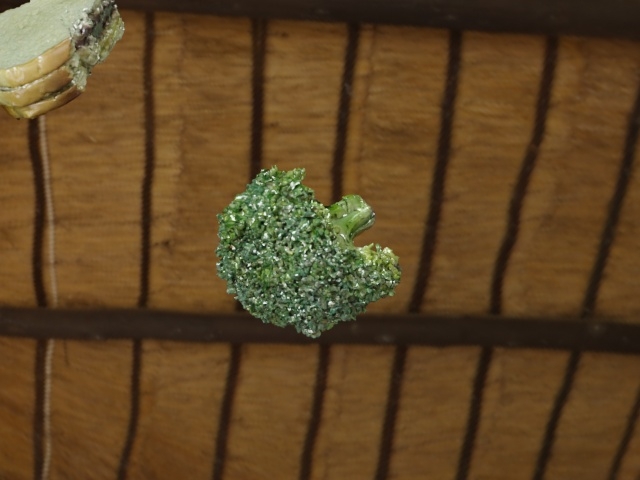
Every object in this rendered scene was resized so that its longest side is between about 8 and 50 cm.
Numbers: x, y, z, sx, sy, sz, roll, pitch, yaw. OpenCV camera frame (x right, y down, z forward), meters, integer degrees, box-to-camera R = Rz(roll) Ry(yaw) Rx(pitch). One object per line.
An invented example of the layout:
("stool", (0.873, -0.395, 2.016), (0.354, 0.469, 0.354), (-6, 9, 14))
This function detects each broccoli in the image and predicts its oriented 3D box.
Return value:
("broccoli", (0.000, 0.000, 1.232), (0.194, 0.220, 0.194), (-46, -30, -37))

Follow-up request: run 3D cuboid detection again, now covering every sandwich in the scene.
("sandwich", (-0.154, -0.110, 0.629), (0.093, 0.105, 0.036), (-28, -54, -10))
